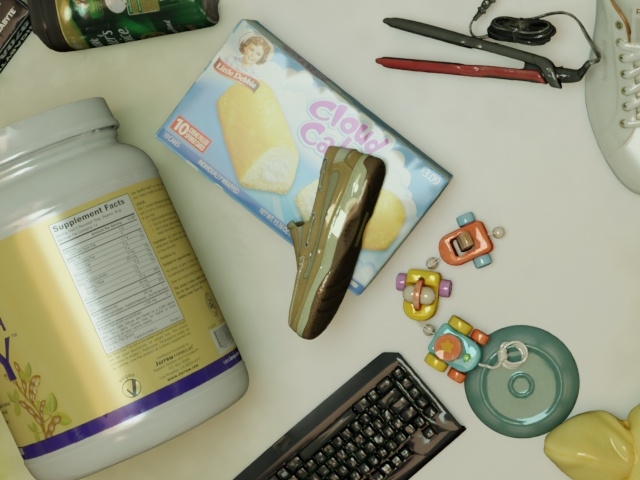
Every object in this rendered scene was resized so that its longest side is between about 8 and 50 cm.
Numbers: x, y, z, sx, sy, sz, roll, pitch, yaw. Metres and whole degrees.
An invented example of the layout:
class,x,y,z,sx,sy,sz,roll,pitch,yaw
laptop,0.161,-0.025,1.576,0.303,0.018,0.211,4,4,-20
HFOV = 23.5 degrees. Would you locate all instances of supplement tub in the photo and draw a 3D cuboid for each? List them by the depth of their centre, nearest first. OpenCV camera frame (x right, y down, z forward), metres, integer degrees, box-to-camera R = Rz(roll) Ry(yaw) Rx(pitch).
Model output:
class,x,y,z,sx,sy,sz,roll,pitch,yaw
supplement tub,-0.239,0.049,1.530,0.241,0.241,0.331,-24,91,9

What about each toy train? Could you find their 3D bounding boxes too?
class,x,y,z,sx,sy,sz,roll,pitch,yaw
toy train,0.142,0.061,1.565,0.125,0.046,0.166,-20,82,14

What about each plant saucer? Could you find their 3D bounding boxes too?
class,x,y,z,sx,sy,sz,roll,pitch,yaw
plant saucer,0.207,0.148,1.587,0.119,0.021,0.119,1,95,8

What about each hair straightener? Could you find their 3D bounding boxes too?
class,x,y,z,sx,sy,sz,roll,pitch,yaw
hair straightener,0.167,-0.203,1.524,0.230,0.047,0.089,10,96,25

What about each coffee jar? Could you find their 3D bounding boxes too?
class,x,y,z,sx,sy,sz,roll,pitch,yaw
coffee jar,-0.201,-0.242,1.573,0.184,0.096,0.079,-8,91,9

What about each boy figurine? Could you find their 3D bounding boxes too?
class,x,y,z,sx,sy,sz,roll,pitch,yaw
boy figurine,0.367,0.223,1.537,0.285,0.092,0.177,-1,95,9

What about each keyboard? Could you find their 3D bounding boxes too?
class,x,y,z,sx,sy,sz,roll,pitch,yaw
keyboard,0.022,0.286,1.621,0.317,0.033,0.201,-42,89,10

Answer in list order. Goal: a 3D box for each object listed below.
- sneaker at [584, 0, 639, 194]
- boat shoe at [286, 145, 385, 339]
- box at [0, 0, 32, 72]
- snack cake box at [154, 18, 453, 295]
class,x,y,z,sx,sy,sz,roll,pitch,yaw
sneaker,0.308,-0.183,1.495,0.106,0.123,0.290,-7,95,7
boat shoe,0.000,0.000,1.498,0.072,0.068,0.190,21,89,17
box,-0.427,-0.210,1.629,0.175,0.051,0.220,38,99,3
snack cake box,-0.014,-0.086,1.564,0.264,0.089,0.152,38,100,3
